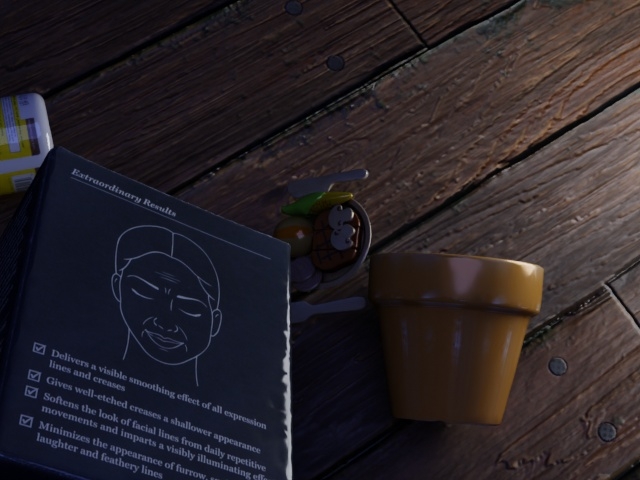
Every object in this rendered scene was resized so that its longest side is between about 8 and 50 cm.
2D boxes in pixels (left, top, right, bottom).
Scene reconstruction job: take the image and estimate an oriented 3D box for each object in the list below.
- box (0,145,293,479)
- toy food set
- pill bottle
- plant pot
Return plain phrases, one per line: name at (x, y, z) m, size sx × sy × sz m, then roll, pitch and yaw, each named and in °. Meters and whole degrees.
box at (-0.202, 0.149, 1.223) m, size 0.293 × 0.212 × 0.395 m, roll 23°, pitch 40°, yaw -22°
toy food set at (0.000, 0.000, 1.489) m, size 0.132 × 0.038 × 0.192 m, roll -11°, pitch 66°, yaw 27°
pill bottle at (-0.432, -0.105, 1.459) m, size 0.215 × 0.117 × 0.117 m, roll -11°, pitch 71°, yaw -12°
plant pot at (0.153, 0.119, 1.424) m, size 0.205 × 0.205 × 0.188 m, roll 5°, pitch 84°, yaw -6°
